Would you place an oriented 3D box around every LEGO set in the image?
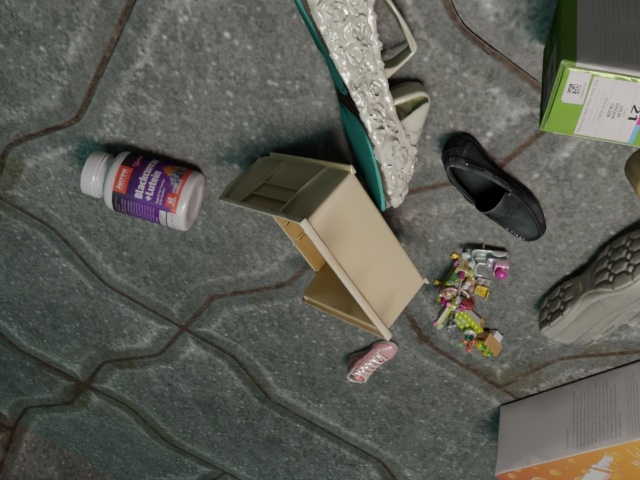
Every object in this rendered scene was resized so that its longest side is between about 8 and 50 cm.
[{"bbox_3d":[0.260,0.136,1.308,0.132,0.107,0.287,6,137,15],"label":"LEGO set"}]

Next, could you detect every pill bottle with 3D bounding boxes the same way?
[{"bbox_3d":[-0.309,-0.092,1.277,0.193,0.108,0.108,16,138,3],"label":"pill bottle"}]

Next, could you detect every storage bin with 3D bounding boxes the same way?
[{"bbox_3d":[0.000,0.000,1.179,0.260,0.123,0.262,17,150,52],"label":"storage bin"}]

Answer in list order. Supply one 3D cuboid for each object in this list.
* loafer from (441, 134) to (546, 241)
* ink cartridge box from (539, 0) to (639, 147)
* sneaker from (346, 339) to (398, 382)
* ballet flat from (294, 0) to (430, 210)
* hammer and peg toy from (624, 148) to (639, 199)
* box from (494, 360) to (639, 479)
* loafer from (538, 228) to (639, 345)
[{"bbox_3d":[0.262,-0.065,1.114,0.223,0.078,0.076,41,135,-22],"label":"loafer"},{"bbox_3d":[0.394,-0.194,0.843,0.255,0.189,0.097,12,137,8],"label":"ink cartridge box"},{"bbox_3d":[0.105,0.257,1.524,0.051,0.070,0.134,42,133,-20],"label":"sneaker"},{"bbox_3d":[0.079,-0.212,0.999,0.147,0.147,0.409,-4,134,24],"label":"ballet flat"},{"bbox_3d":[0.588,-0.062,0.898,0.361,0.127,0.266,17,132,-10],"label":"hammer and peg toy"},{"bbox_3d":[0.548,0.401,1.436,0.215,0.168,0.345,38,136,-20],"label":"box"},{"bbox_3d":[0.478,0.081,1.175,0.111,0.112,0.319,22,146,-10],"label":"loafer"}]
